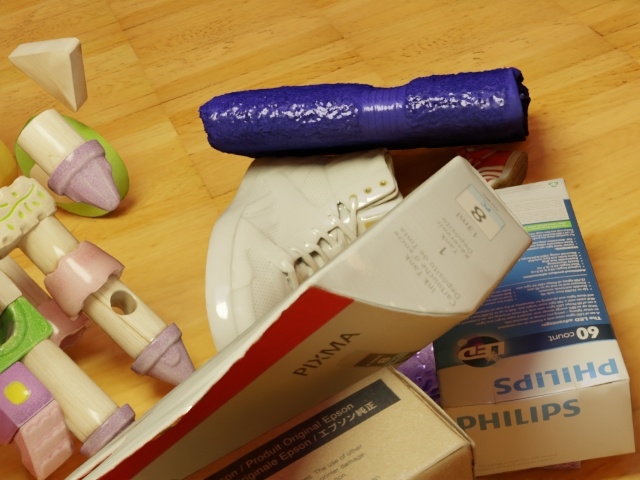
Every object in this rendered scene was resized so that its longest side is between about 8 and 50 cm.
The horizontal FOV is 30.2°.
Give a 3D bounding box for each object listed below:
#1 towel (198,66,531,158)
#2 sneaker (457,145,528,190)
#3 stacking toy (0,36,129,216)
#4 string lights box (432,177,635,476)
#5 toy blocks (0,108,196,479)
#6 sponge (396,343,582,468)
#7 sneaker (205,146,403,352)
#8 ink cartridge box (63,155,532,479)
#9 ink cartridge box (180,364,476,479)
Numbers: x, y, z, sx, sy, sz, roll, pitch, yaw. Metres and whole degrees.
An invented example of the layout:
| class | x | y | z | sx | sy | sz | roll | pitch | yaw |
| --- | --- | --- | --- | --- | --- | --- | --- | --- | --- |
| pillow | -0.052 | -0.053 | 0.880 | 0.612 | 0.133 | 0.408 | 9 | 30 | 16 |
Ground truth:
| class | x | y | z | sx | sy | sz | roll | pitch | yaw |
| --- | --- | --- | --- | --- | --- | --- | --- | --- | --- |
| towel | 0.054 | -0.131 | 1.183 | 0.308 | 0.076 | 0.227 | -3 | 0 | 10 |
| sneaker | 0.154 | -0.056 | 1.172 | 0.067 | 0.042 | 0.118 | 13 | 36 | 27 |
| stacking toy | -0.363 | -0.103 | 1.230 | 0.280 | 0.309 | 0.130 | 15 | 52 | 20 |
| string lights box | 0.153 | 0.059 | 0.936 | 0.133 | 0.076 | 0.259 | -10 | 35 | 7 |
| toy blocks | -0.231 | 0.098 | 0.932 | 0.260 | 0.309 | 0.288 | 45 | 47 | 3 |
| sponge | 0.106 | 0.129 | 0.950 | 0.210 | 0.031 | 0.117 | -1 | 38 | 17 |
| sneaker | 0.000 | 0.000 | 1.096 | 0.169 | 0.108 | 0.292 | -7 | 35 | 16 |
| ink cartridge box | -0.051 | 0.115 | 0.741 | 0.308 | 0.091 | 0.385 | -40 | 0 | 32 |
| ink cartridge box | 0.001 | 0.216 | 0.695 | 0.193 | 0.234 | 0.088 | -27 | 40 | -18 |
